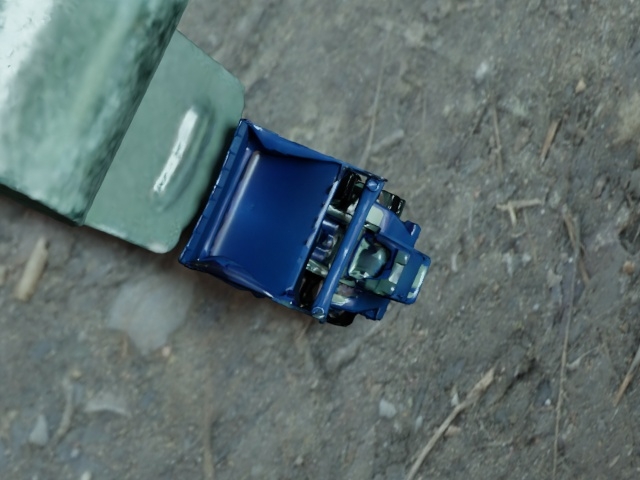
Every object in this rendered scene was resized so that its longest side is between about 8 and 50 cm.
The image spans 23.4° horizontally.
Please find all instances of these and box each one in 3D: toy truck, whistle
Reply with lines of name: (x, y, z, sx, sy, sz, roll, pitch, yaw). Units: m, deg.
toy truck: (0.000, 0.000, 1.102, 0.208, 0.126, 0.113, 23, 91, -58)
whistle: (-0.172, -0.106, 0.903, 0.405, 0.188, 0.168, 56, 57, -79)
